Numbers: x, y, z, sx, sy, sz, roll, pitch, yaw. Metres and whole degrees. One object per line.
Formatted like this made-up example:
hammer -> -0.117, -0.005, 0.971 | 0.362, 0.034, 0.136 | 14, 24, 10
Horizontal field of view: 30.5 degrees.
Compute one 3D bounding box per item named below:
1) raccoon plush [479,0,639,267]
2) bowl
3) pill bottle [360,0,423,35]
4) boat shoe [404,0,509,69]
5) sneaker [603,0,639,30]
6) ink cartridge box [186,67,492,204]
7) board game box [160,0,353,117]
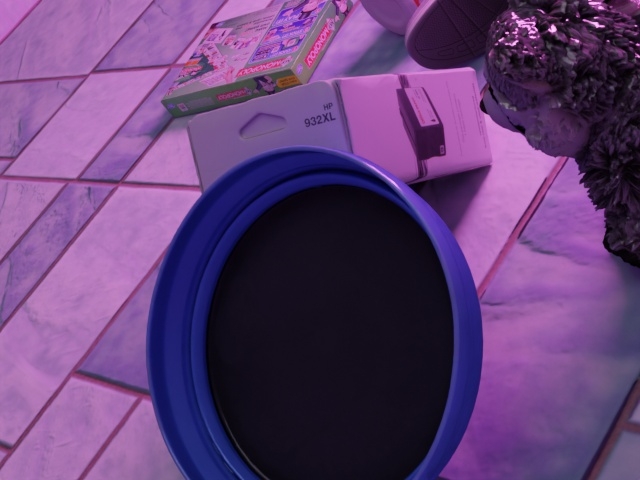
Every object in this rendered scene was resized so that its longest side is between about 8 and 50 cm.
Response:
raccoon plush -> 0.368, -0.174, 1.106 | 0.446, 0.299, 0.216 | -25, 34, 22
bowl -> -0.012, 0.103, 1.175 | 0.391, 0.077, 0.391 | -5, 82, 37
pill bottle -> 0.166, -0.432, 1.803 | 0.221, 0.124, 0.124 | -50, 33, -18
boat shoe -> 0.240, -0.371, 1.640 | 0.320, 0.118, 0.103 | -47, 28, 8
sneaker -> 0.334, -0.318, 1.503 | 0.078, 0.106, 0.234 | -45, 32, -7
ink cartridge box -> 0.030, -0.114, 1.390 | 0.223, 0.129, 0.307 | -11, 2, 37
board game box -> -0.113, -0.323, 2.026 | 0.317, 0.046, 0.214 | -6, 46, 41
